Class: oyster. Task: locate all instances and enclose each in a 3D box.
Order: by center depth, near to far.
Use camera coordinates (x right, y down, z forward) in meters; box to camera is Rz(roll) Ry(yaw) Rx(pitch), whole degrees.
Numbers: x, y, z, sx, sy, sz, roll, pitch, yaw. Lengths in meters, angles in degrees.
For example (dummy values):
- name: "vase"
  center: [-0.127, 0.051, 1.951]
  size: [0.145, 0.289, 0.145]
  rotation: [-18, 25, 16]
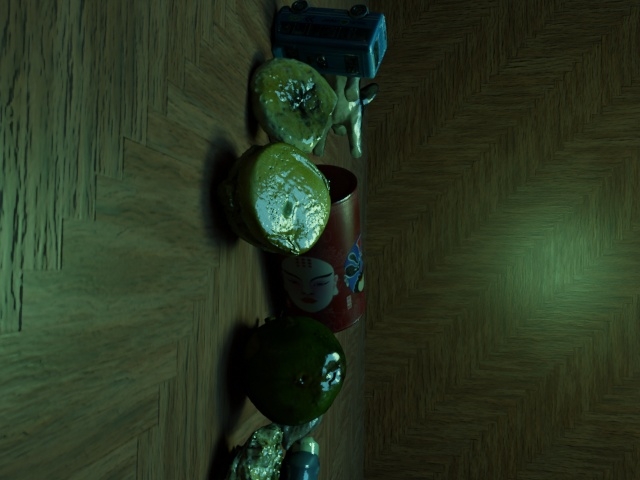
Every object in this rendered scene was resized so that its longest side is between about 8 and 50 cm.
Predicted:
- name: "oyster"
  center: [-0.123, 0.440, 0.919]
  size: [0.198, 0.092, 0.259]
  rotation: [50, 46, -76]

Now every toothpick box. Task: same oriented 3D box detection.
- name: "toothpick box"
  center: [-0.006, 0.022, 1.204]
  size: [0.204, 0.205, 0.333]
  rotation: [-74, 160, -54]

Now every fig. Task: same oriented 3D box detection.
- name: "fig"
  center: [-0.058, 0.223, 1.013]
  size: [0.245, 0.196, 0.195]
  rotation: [-127, -148, -69]

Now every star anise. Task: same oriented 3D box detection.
- name: "star anise"
  center: [-0.032, 0.376, 1.293]
  size: [0.198, 0.111, 0.257]
  rotation: [107, 9, -70]

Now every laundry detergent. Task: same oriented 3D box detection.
- name: "laundry detergent"
  center: [-0.054, 0.615, 1.300]
  size: [0.143, 0.094, 0.289]
  rotation: [68, 21, -49]

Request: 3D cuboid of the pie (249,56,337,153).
- name: "pie"
  center: [-0.059, -0.282, 1.085]
  size: [0.052, 0.185, 0.218]
  rotation: [-28, -142, 53]

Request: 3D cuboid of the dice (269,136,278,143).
- name: "dice"
  center: [-0.062, -0.257, 1.186]
  size: [0.094, 0.091, 0.093]
  rotation: [80, 16, -48]

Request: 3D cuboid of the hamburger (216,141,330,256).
- name: "hamburger"
  center: [-0.085, -0.073, 0.931]
  size: [0.215, 0.122, 0.189]
  rotation: [26, 70, -44]

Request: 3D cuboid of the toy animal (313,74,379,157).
- name: "toy animal"
  center: [0.068, -0.455, 1.601]
  size: [0.344, 0.195, 0.302]
  rotation: [84, 17, -55]

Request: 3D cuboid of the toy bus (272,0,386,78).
- name: "toy bus"
  center: [0.017, -0.445, 1.205]
  size: [0.113, 0.247, 0.134]
  rotation: [71, 33, -62]
